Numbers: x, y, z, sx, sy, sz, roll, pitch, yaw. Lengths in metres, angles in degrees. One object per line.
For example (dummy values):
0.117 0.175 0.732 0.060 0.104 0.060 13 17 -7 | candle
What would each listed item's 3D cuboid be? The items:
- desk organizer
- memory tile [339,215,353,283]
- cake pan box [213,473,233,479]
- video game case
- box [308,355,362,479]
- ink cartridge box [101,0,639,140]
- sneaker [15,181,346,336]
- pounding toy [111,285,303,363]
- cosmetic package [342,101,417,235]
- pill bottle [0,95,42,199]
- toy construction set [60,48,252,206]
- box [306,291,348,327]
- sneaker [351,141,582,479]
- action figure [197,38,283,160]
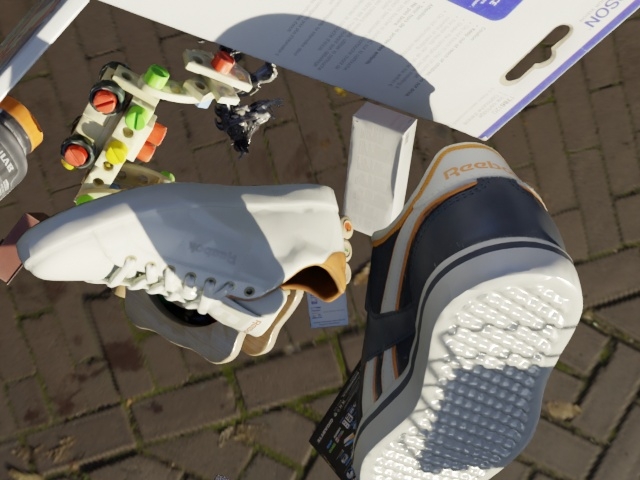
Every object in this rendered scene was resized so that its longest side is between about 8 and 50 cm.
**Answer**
-0.506 0.005 1.588 0.050 0.047 0.130 36 105 -20 | desk organizer
0.000 0.000 1.408 0.148 0.012 0.113 24 67 -47 | memory tile
-0.101 0.495 1.363 0.245 0.070 0.267 13 70 34 | cake pan box
-0.360 -0.228 1.128 0.201 0.183 0.023 -48 118 0 | video game case
0.143 0.317 1.647 0.073 0.293 0.296 29 95 -38 | box
0.016 -0.166 0.525 0.332 0.065 0.165 16 140 -31 | ink cartridge box
-0.098 0.022 0.787 0.290 0.106 0.123 -6 73 -30 | sneaker
-0.130 0.029 1.098 0.269 0.155 0.154 20 104 32 | pounding toy
0.100 -0.117 1.652 0.098 0.060 0.239 21 134 17 | cosmetic package
-0.491 -0.093 1.281 0.130 0.130 0.246 43 58 -9 | pill bottle
-0.242 -0.137 1.343 0.215 0.151 0.328 28 110 -17 | toy construction set
0.009 0.082 1.744 0.072 0.126 0.137 -6 95 1 | box
0.090 0.070 0.657 0.126 0.127 0.321 0 141 -12 | sneaker
-0.139 -0.274 1.762 0.140 0.164 0.276 -15 141 -3 | action figure
